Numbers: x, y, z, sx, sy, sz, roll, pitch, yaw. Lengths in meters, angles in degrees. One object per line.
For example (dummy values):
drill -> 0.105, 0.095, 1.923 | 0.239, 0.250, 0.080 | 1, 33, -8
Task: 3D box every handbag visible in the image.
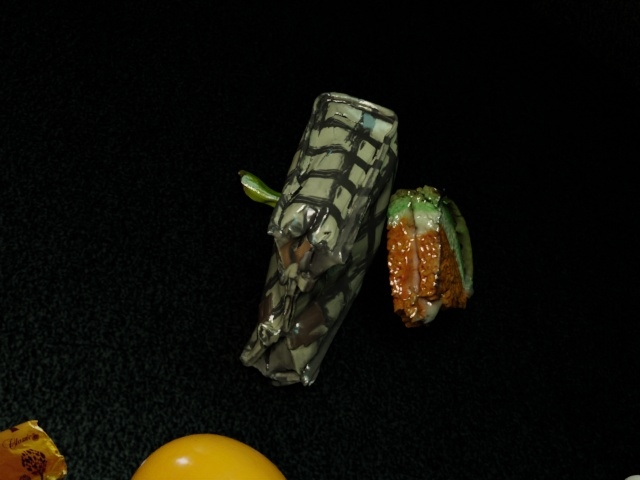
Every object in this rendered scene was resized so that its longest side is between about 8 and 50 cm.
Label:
handbag -> 0.000, 0.000, 1.320 | 0.163, 0.325, 0.327 | 18, 44, 8

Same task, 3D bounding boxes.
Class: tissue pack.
tissue pack -> -0.393, 0.296, 0.908 | 0.092, 0.183, 0.226 | 48, 33, 19

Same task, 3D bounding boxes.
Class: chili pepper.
chili pepper -> -0.053, -0.077, 1.572 | 0.202, 0.050, 0.052 | 11, 30, -18

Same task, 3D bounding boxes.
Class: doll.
doll -> -0.122, 0.331, 1.058 | 0.213, 0.213, 0.236 | 41, 2, 13

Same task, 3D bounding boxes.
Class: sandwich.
sandwich -> 0.177, 0.040, 1.471 | 0.109, 0.292, 0.212 | 4, 80, 24

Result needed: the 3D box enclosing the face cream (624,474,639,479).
face cream -> 0.432, 0.452, 1.298 | 0.082, 0.082, 0.269 | 42, 44, 14
